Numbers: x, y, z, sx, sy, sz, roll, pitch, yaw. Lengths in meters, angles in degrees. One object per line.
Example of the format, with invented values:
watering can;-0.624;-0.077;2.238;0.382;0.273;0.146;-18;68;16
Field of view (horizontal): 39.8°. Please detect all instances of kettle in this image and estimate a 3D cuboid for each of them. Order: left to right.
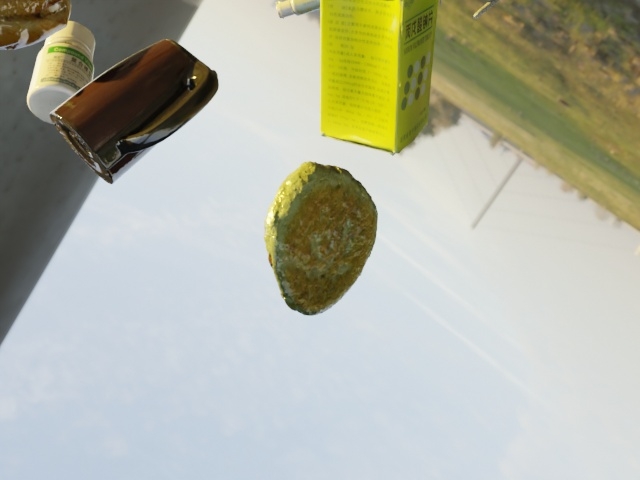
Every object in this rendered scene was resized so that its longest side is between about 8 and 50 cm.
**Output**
kettle;-0.280;-0.212;1.382;0.202;0.232;0.144;27;156;51

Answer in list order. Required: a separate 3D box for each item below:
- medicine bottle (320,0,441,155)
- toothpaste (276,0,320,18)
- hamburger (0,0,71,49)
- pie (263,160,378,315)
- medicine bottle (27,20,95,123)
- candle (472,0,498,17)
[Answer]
medicine bottle;0.086;-0.271;1.287;0.141;0.250;0.137;18;-145;28
toothpaste;0.039;-0.632;2.273;0.056;0.314;0.058;55;-157;-62
hamburger;-0.565;-0.439;1.455;0.314;0.170;0.290;-14;-125;-35
pie;0.000;0.000;1.764;0.070;0.323;0.323;14;177;40
medicine bottle;-0.610;-0.401;2.107;0.139;0.139;0.237;26;-134;-31
candle;0.209;-0.522;1.343;0.343;0.221;0.221;56;-168;-4
